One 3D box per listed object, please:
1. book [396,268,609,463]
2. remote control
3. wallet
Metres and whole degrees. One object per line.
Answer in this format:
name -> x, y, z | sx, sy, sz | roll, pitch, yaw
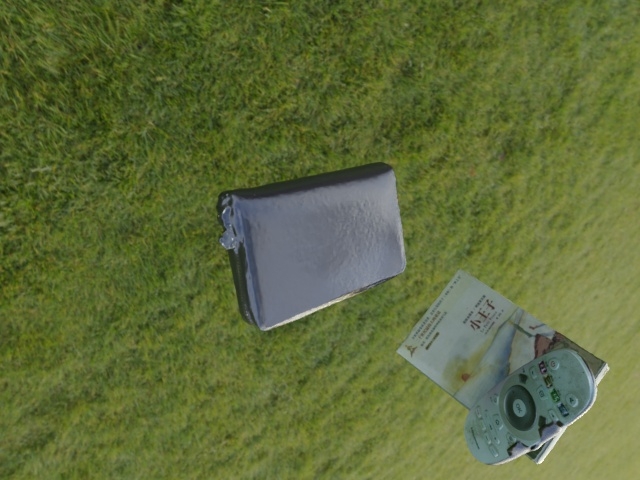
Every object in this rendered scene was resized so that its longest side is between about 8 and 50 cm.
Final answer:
book -> 0.298, 0.200, 0.922 | 0.201, 0.289, 0.026 | -51, 148, -7
remote control -> 0.270, 0.226, 0.719 | 0.045, 0.098, 0.256 | 2, 144, -22
wallet -> 0.000, 0.000, 0.595 | 0.250, 0.044, 0.149 | -18, 102, -41
